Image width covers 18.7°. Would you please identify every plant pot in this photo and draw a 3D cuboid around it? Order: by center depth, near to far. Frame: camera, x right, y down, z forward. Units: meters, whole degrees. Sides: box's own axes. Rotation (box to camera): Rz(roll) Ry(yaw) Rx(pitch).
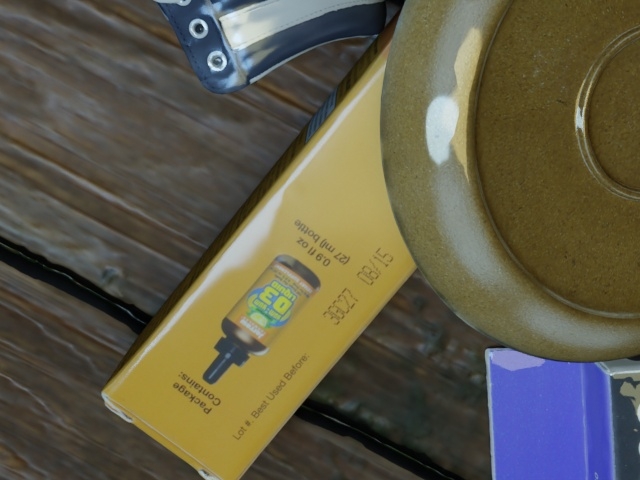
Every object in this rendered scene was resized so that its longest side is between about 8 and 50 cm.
[{"bbox_3d":[0.137,-0.057,0.841,0.236,0.032,0.236,-6,105,-24],"label":"plant pot"}]

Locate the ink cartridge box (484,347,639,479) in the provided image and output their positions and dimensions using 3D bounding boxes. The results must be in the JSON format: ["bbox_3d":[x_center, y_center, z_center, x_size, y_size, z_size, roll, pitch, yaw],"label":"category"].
[{"bbox_3d":[0.188,0.148,0.946,0.208,0.045,0.206,-4,106,5],"label":"ink cartridge box"}]

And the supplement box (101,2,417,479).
[{"bbox_3d":[0.000,0.000,0.897,0.078,0.080,0.233,38,102,-8],"label":"supplement box"}]

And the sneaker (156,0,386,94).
[{"bbox_3d":[-0.100,-0.143,0.850,0.282,0.099,0.153,0,104,0],"label":"sneaker"}]
